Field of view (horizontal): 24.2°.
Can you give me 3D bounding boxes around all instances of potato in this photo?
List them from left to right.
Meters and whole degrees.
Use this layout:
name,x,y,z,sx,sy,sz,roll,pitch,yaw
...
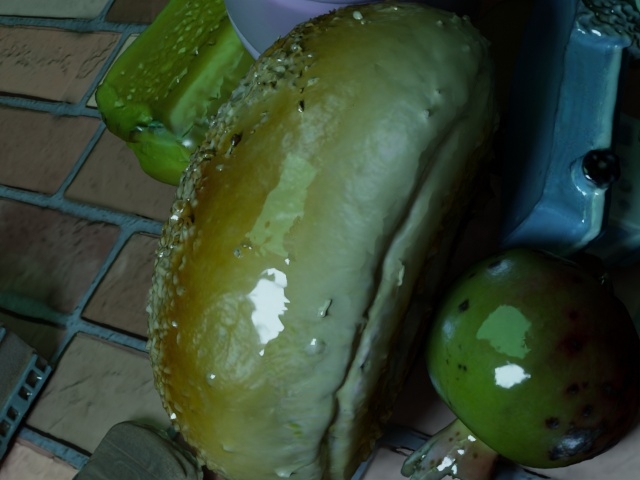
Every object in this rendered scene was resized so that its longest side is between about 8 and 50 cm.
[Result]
name,x,y,z,sx,sy,sz,roll,pitch,yaw
potato,0.131,-0.107,1.023,0.096,0.066,0.103,37,76,28

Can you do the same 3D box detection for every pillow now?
name,x,y,z,sx,sy,sz,roll,pitch,yaw
pillow,-0.168,0.225,1.052,0.211,0.034,0.135,-53,34,-8

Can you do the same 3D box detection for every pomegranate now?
name,x,y,z,sx,sy,sz,roll,pitch,yaw
pomegranate,0.114,0.085,0.831,0.129,0.129,0.159,12,86,49

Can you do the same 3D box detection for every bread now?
name,x,y,z,sx,sy,sz,roll,pitch,yaw
bread,-0.023,-0.202,1.214,0.383,0.112,0.166,-53,40,-8
bread,0.000,0.000,0.884,0.159,0.305,0.305,21,70,14

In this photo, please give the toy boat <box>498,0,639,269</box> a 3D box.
name,x,y,z,sx,sy,sz,roll,pitch,yaw
toy boat,0.174,-0.087,0.921,0.109,0.098,0.237,133,151,-57

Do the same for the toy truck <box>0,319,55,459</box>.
name,x,y,z,sx,sy,sz,roll,pitch,yaw
toy truck,-0.349,0.185,1.183,0.162,0.136,0.305,10,63,38

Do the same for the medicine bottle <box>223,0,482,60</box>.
name,x,y,z,sx,sy,sz,roll,pitch,yaw
medicine bottle,0.020,-0.226,0.975,0.202,0.316,0.202,0,80,1

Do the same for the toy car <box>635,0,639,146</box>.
name,x,y,z,sx,sy,sz,roll,pitch,yaw
toy car,0.243,-0.056,0.815,0.125,0.136,0.305,-43,36,26
